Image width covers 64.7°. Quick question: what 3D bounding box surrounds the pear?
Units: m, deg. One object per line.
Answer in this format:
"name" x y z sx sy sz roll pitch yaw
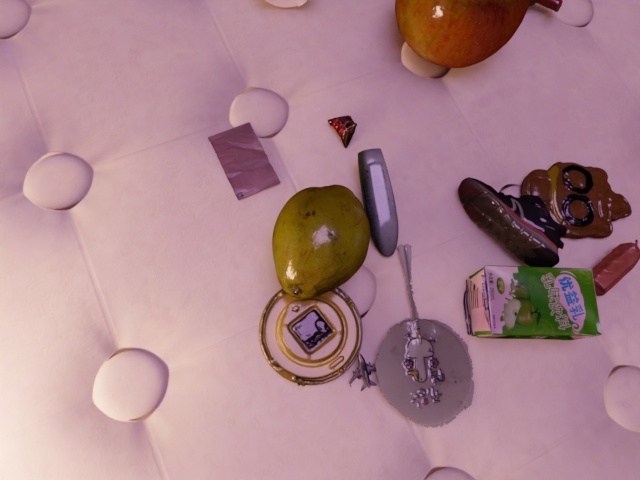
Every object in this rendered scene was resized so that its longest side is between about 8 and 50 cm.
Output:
"pear" 0.000 0.000 1.086 0.213 0.212 0.269 28 60 3

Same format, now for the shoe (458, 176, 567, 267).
"shoe" 0.466 -0.067 1.208 0.291 0.114 0.137 42 67 12

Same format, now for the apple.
"apple" 0.361 -0.622 1.283 0.340 0.339 0.339 2 72 -6

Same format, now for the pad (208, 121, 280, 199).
"pad" -0.187 -0.196 1.235 0.113 0.006 0.187 -25 75 -12

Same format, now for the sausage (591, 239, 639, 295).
"sausage" 0.713 0.063 1.226 0.169 0.065 0.065 -36 79 -15

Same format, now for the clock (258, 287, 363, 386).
"clock" -0.018 0.194 1.100 0.237 0.057 0.236 2 73 -6

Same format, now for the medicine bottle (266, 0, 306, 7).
"medicine bottle" -0.098 -0.793 1.354 0.170 0.170 0.292 -4 72 -8

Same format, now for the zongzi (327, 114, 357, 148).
"zongzi" 0.069 -0.283 1.258 0.067 0.073 0.083 -11 74 -29

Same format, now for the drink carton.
"drink carton" 0.475 0.140 1.148 0.271 0.108 0.161 3 74 -7

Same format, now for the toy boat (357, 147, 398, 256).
"toy boat" 0.138 -0.088 1.206 0.078 0.085 0.260 -10 84 -9

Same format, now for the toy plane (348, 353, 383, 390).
"toy plane" 0.094 0.282 1.093 0.079 0.031 0.083 -18 95 -13

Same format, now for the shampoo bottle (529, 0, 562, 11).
"shampoo bottle" 0.581 -0.730 1.457 0.244 0.085 0.085 30 71 5

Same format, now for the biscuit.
"biscuit" 0.652 -0.103 1.283 0.291 0.041 0.208 8 72 -4

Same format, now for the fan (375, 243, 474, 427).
"fan" 0.219 0.203 1.135 0.233 0.012 0.414 -4 72 -17
